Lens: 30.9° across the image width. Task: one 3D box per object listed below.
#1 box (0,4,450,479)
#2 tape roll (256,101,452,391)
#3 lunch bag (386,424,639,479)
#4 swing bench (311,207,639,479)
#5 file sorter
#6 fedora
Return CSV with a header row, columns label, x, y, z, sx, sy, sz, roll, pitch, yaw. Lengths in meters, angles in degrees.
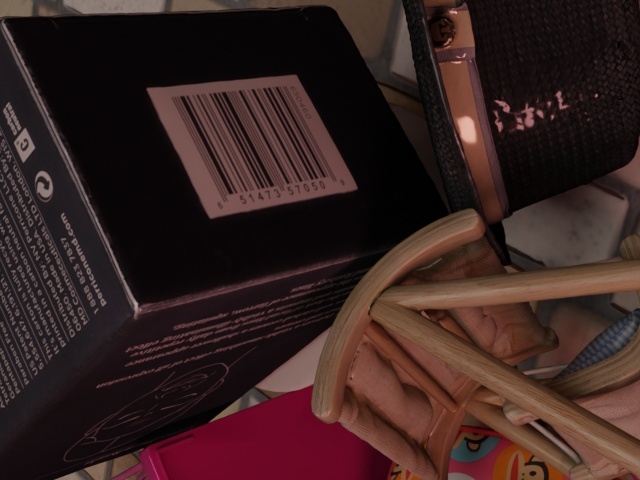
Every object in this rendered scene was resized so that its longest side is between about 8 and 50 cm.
label,x,y,z,sx,sy,sz,roll,pitch,yaw
box,-0.153,0.022,0.888,0.395,0.293,0.212,-41,71,42
tape roll,0.000,0.000,1.060,0.246,0.169,0.246,13,109,43
lunch bag,0.163,0.301,0.941,0.258,0.120,0.293,1,72,43
swing bench,0.165,0.101,0.796,0.255,0.253,0.165,10,72,26
file sorter,-0.048,0.265,1.091,0.182,0.291,0.202,-34,76,47
fedora,0.152,-0.154,0.856,0.152,0.334,0.334,-11,92,11
